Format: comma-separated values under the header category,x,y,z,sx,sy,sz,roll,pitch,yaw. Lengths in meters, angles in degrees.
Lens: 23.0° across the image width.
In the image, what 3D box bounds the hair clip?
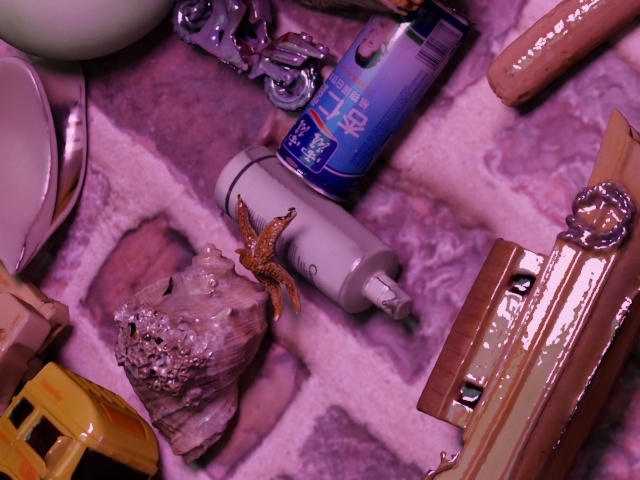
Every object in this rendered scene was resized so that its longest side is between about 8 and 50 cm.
category,x,y,z,sx,sy,sz,roll,pitch,yaw
hair clip,-0.367,-0.100,1.880,0.172,0.113,0.282,10,83,25

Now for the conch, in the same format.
category,x,y,z,sx,sy,sz,roll,pitch,yaw
conch,-0.148,0.121,1.708,0.178,0.163,0.245,-155,67,-65

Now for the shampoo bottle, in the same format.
category,x,y,z,sx,sy,sz,roll,pitch,yaw
shampoo bottle,0.000,0.000,1.651,0.262,0.085,0.085,39,100,32

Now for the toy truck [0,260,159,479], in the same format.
category,x,y,z,sx,sy,sz,roll,pitch,yaw
toy truck,-0.359,0.184,1.783,0.405,0.180,0.254,36,92,35

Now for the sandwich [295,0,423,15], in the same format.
category,x,y,z,sx,sy,sz,roll,pitch,yaw
sandwich,-0.038,-0.315,1.587,0.095,0.249,0.273,-68,23,0

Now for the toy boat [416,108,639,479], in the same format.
category,x,y,z,sx,sy,sz,roll,pitch,yaw
toy boat,0.207,0.091,1.486,0.162,0.136,0.445,27,89,29

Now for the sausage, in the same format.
category,x,y,z,sx,sy,sz,roll,pitch,yaw
sausage,0.289,-0.235,1.541,0.301,0.066,0.066,-35,63,18

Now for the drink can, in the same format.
category,x,y,z,sx,sy,sz,roll,pitch,yaw
drink can,0.056,-0.159,1.647,0.097,0.097,0.235,43,104,31

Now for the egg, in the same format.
category,x,y,z,sx,sy,sz,roll,pitch,yaw
egg,-0.283,-0.320,1.817,0.269,0.220,0.220,-7,75,30

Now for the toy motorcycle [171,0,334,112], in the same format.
category,x,y,z,sx,sy,sz,roll,pitch,yaw
toy motorcycle,-0.070,-0.236,1.754,0.213,0.082,0.122,37,110,24

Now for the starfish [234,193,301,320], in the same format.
category,x,y,z,sx,sy,sz,roll,pitch,yaw
starfish,-0.059,0.007,1.620,0.133,0.041,0.130,51,145,17
